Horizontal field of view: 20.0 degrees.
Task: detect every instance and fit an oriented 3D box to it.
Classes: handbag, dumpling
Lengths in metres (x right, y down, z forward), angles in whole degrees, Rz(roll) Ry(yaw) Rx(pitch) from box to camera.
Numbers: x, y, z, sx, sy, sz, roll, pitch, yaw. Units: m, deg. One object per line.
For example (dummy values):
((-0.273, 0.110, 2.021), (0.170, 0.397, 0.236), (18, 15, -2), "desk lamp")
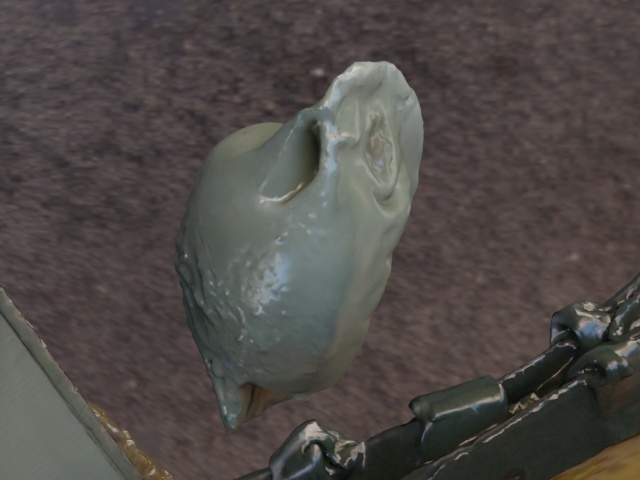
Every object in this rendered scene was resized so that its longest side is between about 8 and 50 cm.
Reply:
((0.095, 0.145, 0.774), (0.247, 0.079, 0.260), (-29, 129, -6), "handbag")
((-0.014, -0.003, 0.910), (0.108, 0.153, 0.219), (22, 120, -1), "dumpling")

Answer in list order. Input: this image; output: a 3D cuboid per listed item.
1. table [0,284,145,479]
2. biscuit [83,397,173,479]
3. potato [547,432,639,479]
((-0.144, 0.074, 0.544), (0.111, 0.240, 0.121), (-41, 115, -19), "table")
((-0.153, 0.142, 1.198), (0.038, 0.141, 0.290), (-56, 152, -18), "biscuit")
((0.172, 0.206, 0.418), (0.296, 0.397, 0.290), (-55, 152, -34), "potato")
